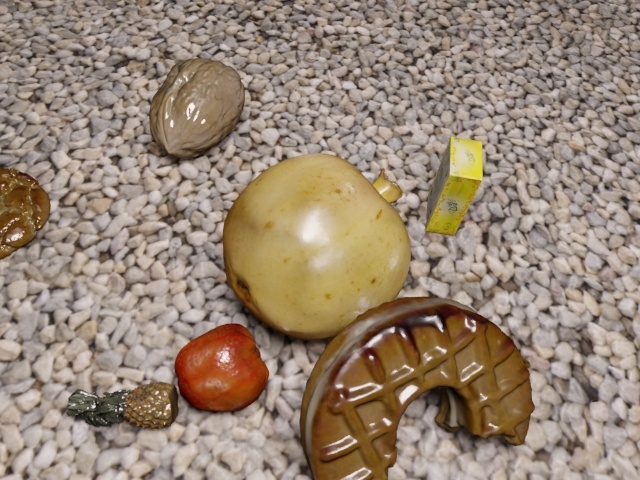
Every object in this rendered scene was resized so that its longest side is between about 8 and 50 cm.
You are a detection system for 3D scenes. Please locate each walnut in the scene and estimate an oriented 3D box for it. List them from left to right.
[{"bbox_3d":[-0.254,-0.262,1.136,0.178,0.178,0.230,19,61,7],"label":"walnut"}]

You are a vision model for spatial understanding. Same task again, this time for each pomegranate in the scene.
[{"bbox_3d":[0.000,0.000,0.908,0.319,0.319,0.319,2,56,-3],"label":"pomegranate"}]

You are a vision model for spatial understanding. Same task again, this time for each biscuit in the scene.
[{"bbox_3d":[-0.617,-0.051,1.033,0.225,0.042,0.226,3,56,-4],"label":"biscuit"},{"bbox_3d":[0.137,0.218,0.810,0.366,0.115,0.268,-20,103,-19],"label":"biscuit"}]

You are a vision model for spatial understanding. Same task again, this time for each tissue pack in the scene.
[{"bbox_3d":[0.250,-0.098,1.058,0.062,0.176,0.095,11,56,0],"label":"tissue pack"}]

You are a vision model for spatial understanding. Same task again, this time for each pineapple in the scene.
[{"bbox_3d":[-0.298,0.248,0.847,0.159,0.074,0.074,-1,56,0],"label":"pineapple"}]

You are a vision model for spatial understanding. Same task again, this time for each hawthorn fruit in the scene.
[{"bbox_3d":[-0.153,0.197,0.854,0.137,0.133,0.133,-22,61,-8],"label":"hawthorn fruit"}]
